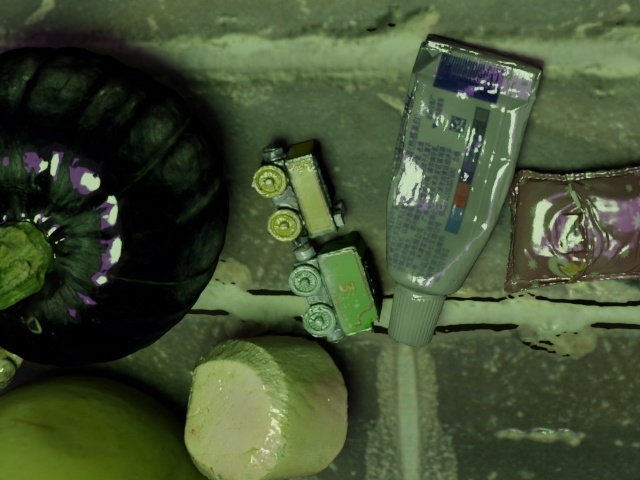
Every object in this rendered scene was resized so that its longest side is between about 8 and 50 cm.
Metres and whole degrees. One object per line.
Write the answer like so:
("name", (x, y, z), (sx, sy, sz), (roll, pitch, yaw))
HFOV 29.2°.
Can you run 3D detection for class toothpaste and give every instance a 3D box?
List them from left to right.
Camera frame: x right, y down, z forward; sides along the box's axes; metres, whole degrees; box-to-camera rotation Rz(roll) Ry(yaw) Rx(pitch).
("toothpaste", (0.109, -0.036, 1.107), (0.099, 0.068, 0.282), (8, 109, -12))

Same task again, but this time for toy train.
("toy train", (0.000, 0.000, 1.148), (0.081, 0.060, 0.202), (-15, 109, 12))

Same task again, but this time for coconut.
("coconut", (-0.048, 0.163, 1.183), (0.147, 0.153, 0.147), (0, 89, 35))

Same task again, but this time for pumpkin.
("pumpkin", (-0.232, -0.019, 1.074), (0.296, 0.296, 0.295), (5, 114, 11))

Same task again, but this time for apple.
("apple", (-0.238, 0.280, 1.220), (0.254, 0.292, 0.292), (9, 115, 18))

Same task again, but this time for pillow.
("pillow", (0.252, -0.014, 1.090), (0.185, 0.043, 0.118), (-3, 104, 13))

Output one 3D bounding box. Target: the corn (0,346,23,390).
("corn", (-0.423, 0.142, 1.263), (0.335, 0.126, 0.126), (-30, 104, 39))
